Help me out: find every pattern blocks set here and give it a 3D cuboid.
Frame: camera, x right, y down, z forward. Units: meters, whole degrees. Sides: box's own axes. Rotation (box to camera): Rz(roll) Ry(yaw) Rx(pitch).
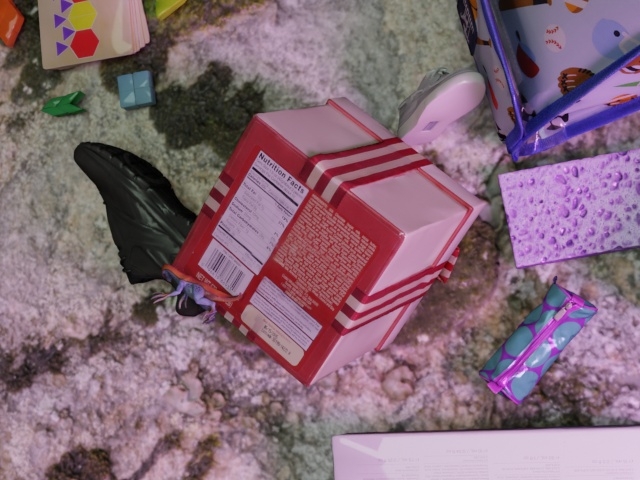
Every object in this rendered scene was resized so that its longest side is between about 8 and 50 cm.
[{"bbox_3d":[-0.318,-0.329,1.565,0.285,0.026,0.325,1,85,15],"label":"pattern blocks set"}]

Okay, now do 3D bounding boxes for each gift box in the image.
[{"bbox_3d":[0.000,0.000,1.338,0.255,0.258,0.276,44,118,15],"label":"gift box"}]

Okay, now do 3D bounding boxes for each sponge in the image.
[{"bbox_3d":[0.325,-0.041,1.367,0.210,0.031,0.117,-10,82,13],"label":"sponge"}]

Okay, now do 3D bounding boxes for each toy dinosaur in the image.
[{"bbox_3d":[-0.141,0.053,1.266,0.090,0.047,0.082,-30,74,-3],"label":"toy dinosaur"}]

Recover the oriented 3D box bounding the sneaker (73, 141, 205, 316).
[{"bbox_3d":[-0.228,-0.017,1.474,0.286,0.109,0.130,43,102,16],"label":"sneaker"}]

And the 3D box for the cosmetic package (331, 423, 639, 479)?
[{"bbox_3d":[0.208,0.361,1.323,0.377,0.097,0.285,-4,82,14],"label":"cosmetic package"}]

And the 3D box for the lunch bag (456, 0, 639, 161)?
[{"bbox_3d":[0.281,-0.299,1.257,0.238,0.385,0.328,-10,79,-31],"label":"lunch bag"}]

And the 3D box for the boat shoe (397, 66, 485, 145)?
[{"bbox_3d":[0.140,-0.172,1.364,0.066,0.184,0.063,-4,75,-15],"label":"boat shoe"}]

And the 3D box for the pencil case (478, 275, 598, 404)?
[{"bbox_3d":[0.255,0.120,1.349,0.064,0.070,0.152,40,96,15],"label":"pencil case"}]
